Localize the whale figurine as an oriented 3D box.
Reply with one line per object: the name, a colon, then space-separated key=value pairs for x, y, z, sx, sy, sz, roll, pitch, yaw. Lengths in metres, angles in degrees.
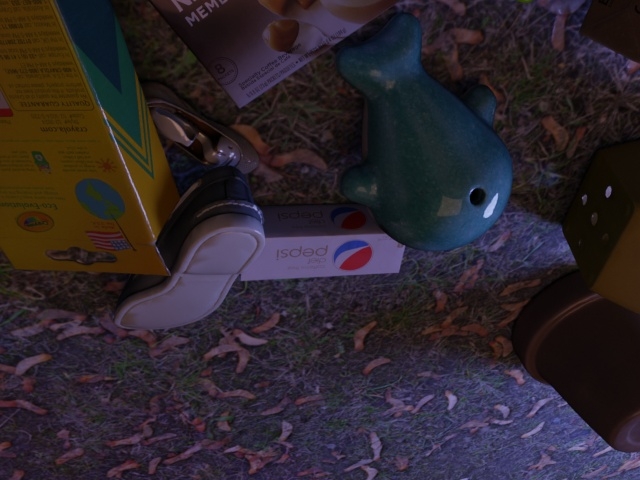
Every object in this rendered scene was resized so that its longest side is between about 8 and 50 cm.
whale figurine: x=0.120 y=-0.108 z=0.691 sx=0.216 sy=0.141 sz=0.272 roll=-32 pitch=120 yaw=-8

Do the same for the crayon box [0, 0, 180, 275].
crayon box: x=-0.269 y=-0.103 z=0.601 sx=0.202 sy=0.081 sz=0.318 roll=3 pitch=133 yaw=13

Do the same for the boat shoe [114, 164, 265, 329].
boat shoe: x=-0.169 y=0.024 z=0.766 sx=0.116 sy=0.099 sz=0.319 roll=8 pitch=148 yaw=-34

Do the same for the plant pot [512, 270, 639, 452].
plant pot: x=0.477 y=0.207 z=1.004 sx=0.263 sy=0.229 sz=0.263 roll=-7 pitch=132 yaw=-8

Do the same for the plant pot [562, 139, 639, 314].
plant pot: x=0.456 y=-0.018 z=0.834 sx=0.187 sy=0.212 sz=0.212 roll=6 pitch=129 yaw=-3

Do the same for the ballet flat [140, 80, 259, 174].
ballet flat: x=-0.137 y=-0.111 z=0.690 sx=0.168 sy=0.052 sz=0.057 roll=31 pitch=117 yaw=-34

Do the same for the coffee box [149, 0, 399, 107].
coffee box: x=-0.020 y=-0.256 z=0.565 sx=0.247 sy=0.098 sz=0.141 roll=-30 pitch=130 yaw=12

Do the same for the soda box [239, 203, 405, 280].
soda box: x=0.000 y=0.000 z=0.810 sx=0.216 sy=0.069 sz=0.073 roll=-3 pitch=130 yaw=-13

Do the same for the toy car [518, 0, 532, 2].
toy car: x=0.233 y=-0.307 z=0.570 sx=0.188 sy=0.149 sz=0.155 roll=-2 pitch=129 yaw=-28

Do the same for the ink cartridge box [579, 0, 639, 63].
ink cartridge box: x=0.381 y=-0.301 z=0.595 sx=0.193 sy=0.088 sz=0.234 roll=-17 pitch=136 yaw=-34
